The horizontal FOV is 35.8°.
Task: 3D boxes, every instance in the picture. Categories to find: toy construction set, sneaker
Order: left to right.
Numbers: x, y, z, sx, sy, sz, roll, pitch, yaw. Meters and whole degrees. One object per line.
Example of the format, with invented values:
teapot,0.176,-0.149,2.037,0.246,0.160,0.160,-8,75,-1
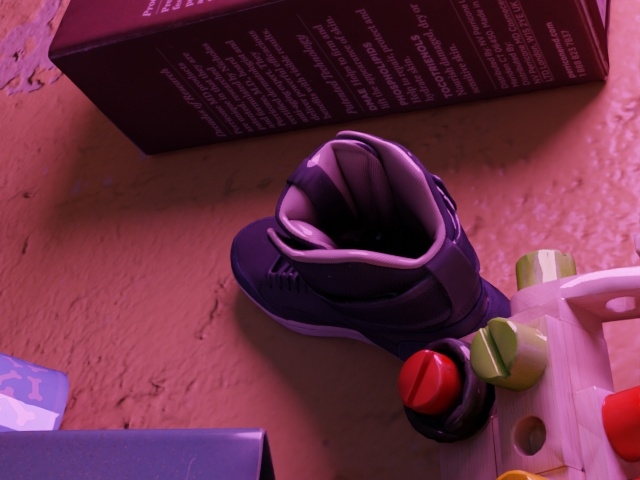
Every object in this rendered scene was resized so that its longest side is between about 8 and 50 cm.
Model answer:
sneaker,0.001,-0.001,0.559,0.226,0.163,0.086,18,70,41
toy construction set,0.143,0.103,0.400,0.215,0.151,0.328,-30,35,42

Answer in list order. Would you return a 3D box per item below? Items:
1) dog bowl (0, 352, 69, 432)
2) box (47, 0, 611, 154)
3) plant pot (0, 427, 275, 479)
dog bowl,-0.266,0.191,0.600,0.297,0.074,0.166,-60,22,-19
box,0.009,-0.193,0.713,0.381,0.143,0.191,-4,56,28
plant pot,-0.144,0.183,0.451,0.234,0.165,0.166,4,56,4
